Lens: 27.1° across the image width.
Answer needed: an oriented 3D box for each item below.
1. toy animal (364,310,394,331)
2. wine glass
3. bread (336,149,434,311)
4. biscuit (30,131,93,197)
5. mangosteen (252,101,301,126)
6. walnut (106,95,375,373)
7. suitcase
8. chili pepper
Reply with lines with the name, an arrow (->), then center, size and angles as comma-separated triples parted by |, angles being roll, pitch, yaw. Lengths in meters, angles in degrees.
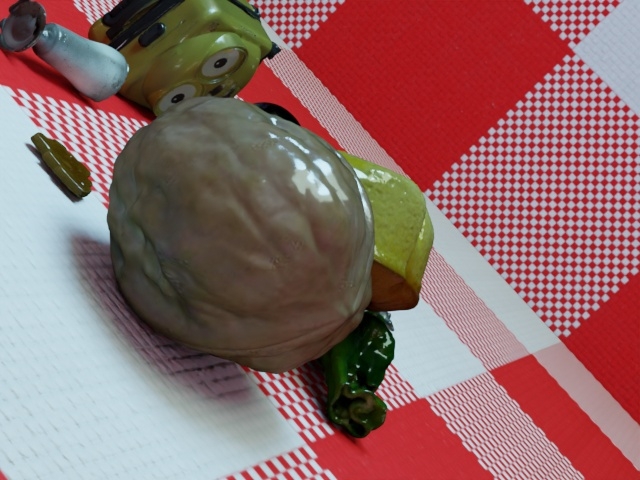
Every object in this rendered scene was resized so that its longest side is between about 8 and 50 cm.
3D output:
toy animal -> 0.028, 0.069, 1.717 | 0.176, 0.073, 0.217 | 59, 15, -7
wine glass -> -0.300, -0.222, 1.558 | 0.155, 0.072, 0.072 | 29, 20, -55
bread -> -0.001, -0.008, 1.484 | 0.270, 0.148, 0.270 | 18, -14, 5
biscuit -> -0.254, -0.070, 1.334 | 0.082, 0.016, 0.092 | 40, 13, -48
mangosteen -> -0.096, -0.134, 1.879 | 0.151, 0.137, 0.137 | 13, -5, 28
walnut -> -0.070, -0.005, 1.228 | 0.227, 0.273, 0.273 | -20, 61, -38
suitcase -> -0.179, -0.259, 1.806 | 0.143, 0.194, 0.235 | 60, 17, 19
chili pepper -> 0.037, 0.136, 1.498 | 0.099, 0.083, 0.253 | 54, 13, -11
